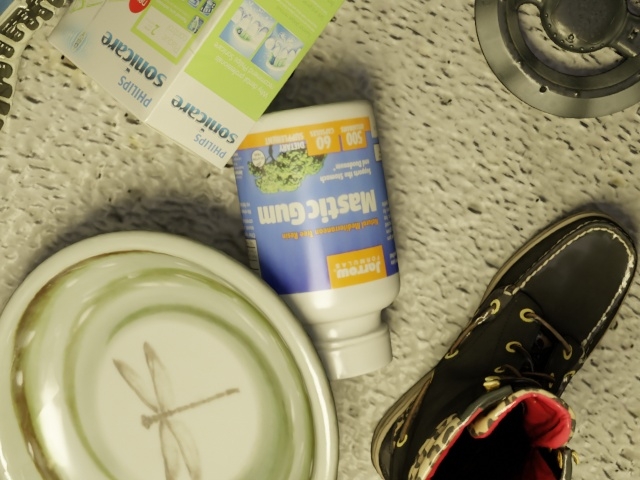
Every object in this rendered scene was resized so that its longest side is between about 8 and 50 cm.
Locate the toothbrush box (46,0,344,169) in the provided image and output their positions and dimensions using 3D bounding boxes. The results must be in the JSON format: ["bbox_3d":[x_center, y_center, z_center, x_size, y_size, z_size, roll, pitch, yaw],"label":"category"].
[{"bbox_3d":[-0.103,-0.246,1.111,0.283,0.122,0.206,-54,50,5],"label":"toothbrush box"}]

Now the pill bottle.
[{"bbox_3d":[0.000,0.000,1.169,0.152,0.152,0.271,-10,95,1],"label":"pill bottle"}]

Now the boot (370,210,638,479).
[{"bbox_3d":[0.197,0.139,1.116,0.138,0.284,0.377,44,94,-4],"label":"boot"}]

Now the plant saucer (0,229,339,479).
[{"bbox_3d":[-0.156,0.180,1.177,0.401,0.100,0.400,4,101,21],"label":"plant saucer"}]

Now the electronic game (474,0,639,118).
[{"bbox_3d":[0.277,-0.243,1.200,0.229,0.048,0.229,0,96,0],"label":"electronic game"}]

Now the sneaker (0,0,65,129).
[{"bbox_3d":[-0.361,-0.216,1.170,0.130,0.147,0.330,27,114,-35],"label":"sneaker"}]

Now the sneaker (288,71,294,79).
[{"bbox_3d":[-0.063,-0.216,1.203,0.040,0.044,0.109,-31,96,1],"label":"sneaker"}]
